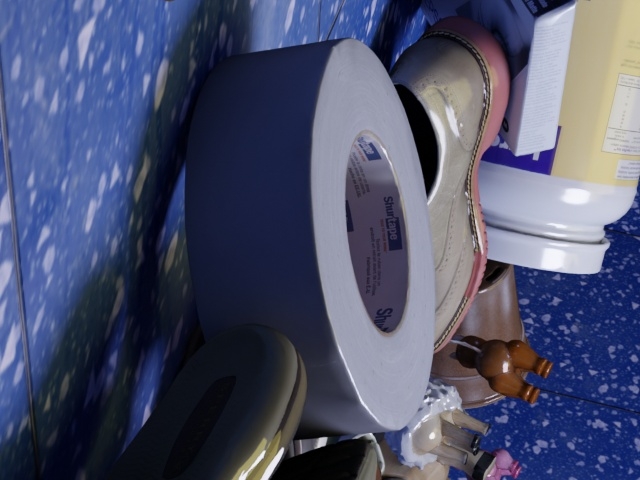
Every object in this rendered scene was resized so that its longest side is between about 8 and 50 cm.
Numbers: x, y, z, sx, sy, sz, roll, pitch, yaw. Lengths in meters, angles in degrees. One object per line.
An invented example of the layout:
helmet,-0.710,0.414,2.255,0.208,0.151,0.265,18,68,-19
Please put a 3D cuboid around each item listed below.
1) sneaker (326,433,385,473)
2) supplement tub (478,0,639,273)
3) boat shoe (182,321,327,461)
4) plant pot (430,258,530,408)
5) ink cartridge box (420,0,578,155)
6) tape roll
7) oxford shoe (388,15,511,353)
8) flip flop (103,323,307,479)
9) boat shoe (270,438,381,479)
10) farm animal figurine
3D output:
sneaker,0.010,0.192,1.548,0.192,0.086,0.064,94,13,-46
supplement tub,0.224,-0.151,1.893,0.241,0.241,0.331,-30,132,-78
boat shoe,-0.058,0.198,1.070,0.095,0.112,0.335,43,47,-60
plant pot,0.158,0.078,2.120,0.167,0.167,0.165,-68,159,-44
ink cartridge box,0.155,-0.226,1.616,0.224,0.045,0.223,94,-24,-46
tape roll,0.000,0.000,1.026,0.219,0.072,0.219,-8,90,-72
oxford shoe,0.073,-0.027,1.638,0.130,0.123,0.348,-35,139,-44
flip flop,-0.092,0.131,0.832,0.080,0.112,0.277,55,47,-30
boat shoe,-0.028,0.215,0.899,0.120,0.123,0.324,63,24,-15
farm animal figurine,0.095,0.241,1.963,0.327,0.172,0.330,-33,145,-60
